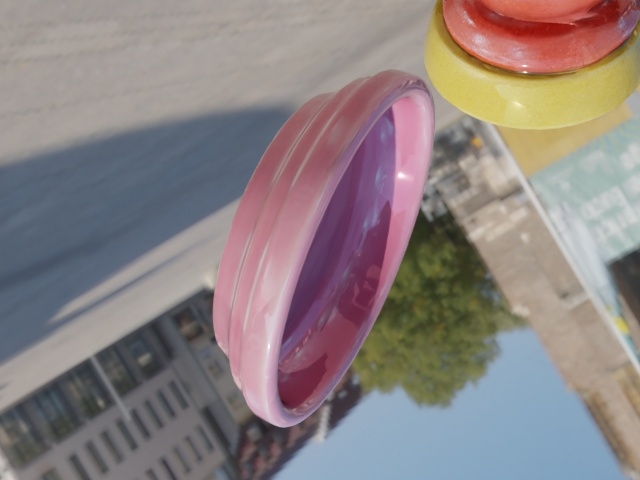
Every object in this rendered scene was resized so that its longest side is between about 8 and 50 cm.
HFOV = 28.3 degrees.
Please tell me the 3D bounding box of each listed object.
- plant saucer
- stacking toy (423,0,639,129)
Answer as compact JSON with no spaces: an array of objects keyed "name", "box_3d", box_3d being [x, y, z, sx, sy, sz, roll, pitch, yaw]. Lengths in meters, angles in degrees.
[{"name":"plant saucer","box_3d":[0.000,0.000,1.132,0.332,0.084,0.332,-56,159,-35]},{"name":"stacking toy","box_3d":[0.133,-0.235,0.719,0.279,0.309,0.130,-26,141,-15]}]
